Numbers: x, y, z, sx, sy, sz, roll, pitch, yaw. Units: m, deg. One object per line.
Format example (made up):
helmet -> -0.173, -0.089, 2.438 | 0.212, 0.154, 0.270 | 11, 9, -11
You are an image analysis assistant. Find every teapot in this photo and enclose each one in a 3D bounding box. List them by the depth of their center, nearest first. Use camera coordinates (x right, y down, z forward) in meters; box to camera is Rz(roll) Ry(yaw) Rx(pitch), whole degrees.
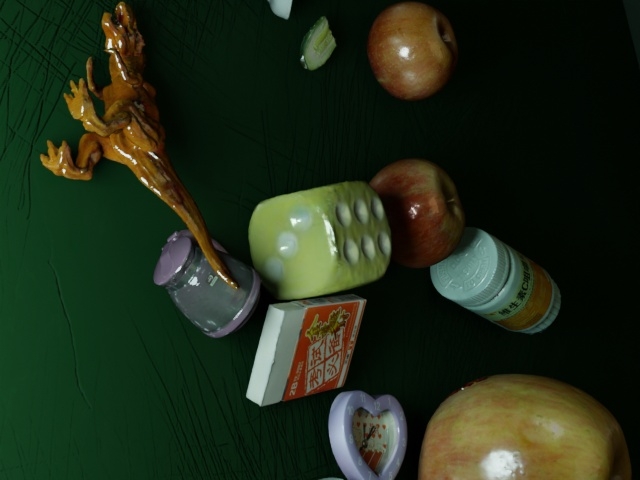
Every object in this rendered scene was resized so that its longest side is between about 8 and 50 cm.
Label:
teapot -> -0.160, 0.047, 1.442 | 0.146, 0.116, 0.148 | 38, 55, -29

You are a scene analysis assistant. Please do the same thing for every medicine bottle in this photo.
medicine bottle -> 0.376, 0.092, 2.129 | 0.318, 0.158, 0.158 | 27, 59, -49

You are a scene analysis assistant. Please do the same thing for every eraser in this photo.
eraser -> -0.018, 0.170, 1.609 | 0.230, 0.038, 0.157 | -2, 111, -55

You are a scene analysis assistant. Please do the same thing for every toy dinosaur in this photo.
toy dinosaur -> -0.258, -0.121, 1.350 | 0.208, 0.097, 0.432 | -6, 77, -51

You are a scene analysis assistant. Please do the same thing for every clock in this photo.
clock -> 0.073, 0.344, 1.718 | 0.198, 0.064, 0.172 | 16, 68, -51

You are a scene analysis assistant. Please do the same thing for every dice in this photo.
dice -> 0.000, 0.000, 1.622 | 0.169, 0.169, 0.166 | -15, 93, -55

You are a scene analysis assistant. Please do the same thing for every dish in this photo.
dish -> -0.084, -0.449, 1.717 | 0.141, 0.078, 0.141 | -173, -90, -83

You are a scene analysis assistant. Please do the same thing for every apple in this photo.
apple -> 0.174, -0.050, 1.889 | 0.209, 0.164, 0.209 | 43, 37, -45
apple -> 0.387, 0.435, 1.892 | 0.391, 0.346, 0.392 | 14, 73, -56
apple -> 0.188, -0.372, 1.994 | 0.201, 0.162, 0.201 | 17, 67, -49

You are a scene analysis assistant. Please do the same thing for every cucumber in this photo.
cucumber -> -0.014, -0.346, 1.816 | 0.107, 0.035, 0.067 | -56, 136, -38

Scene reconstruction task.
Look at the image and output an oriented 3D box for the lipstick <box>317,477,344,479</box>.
lipstick -> -0.050, 0.421, 1.516 | 0.253, 0.077, 0.079 | -9, 88, -56
